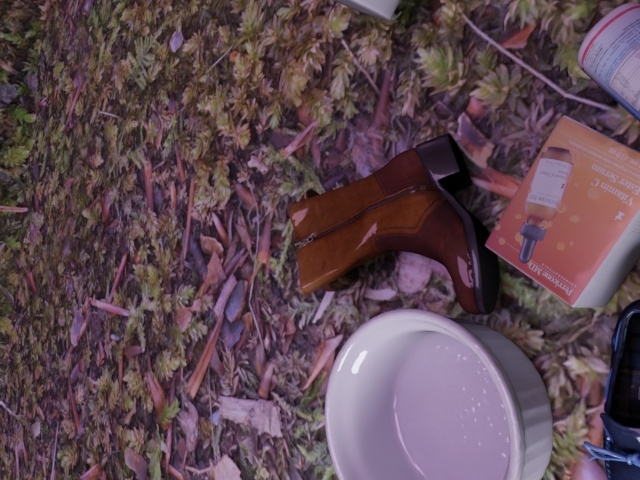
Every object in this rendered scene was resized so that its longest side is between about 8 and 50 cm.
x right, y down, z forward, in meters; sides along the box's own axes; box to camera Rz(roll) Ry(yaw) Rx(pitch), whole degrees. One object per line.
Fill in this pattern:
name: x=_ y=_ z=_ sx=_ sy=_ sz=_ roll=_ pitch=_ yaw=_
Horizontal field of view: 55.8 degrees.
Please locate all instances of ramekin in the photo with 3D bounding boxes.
ramekin: x=0.148 y=0.224 z=0.758 sx=0.277 sy=0.135 sz=0.277 roll=-6 pitch=81 yaw=43

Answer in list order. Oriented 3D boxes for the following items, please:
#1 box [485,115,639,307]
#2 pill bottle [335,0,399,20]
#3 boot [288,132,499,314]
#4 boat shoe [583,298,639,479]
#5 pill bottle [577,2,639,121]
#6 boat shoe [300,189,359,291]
box: x=0.294 y=-0.029 z=0.675 sx=0.130 sy=0.091 sz=0.170 roll=41 pitch=113 yaw=39
pill bottle: x=0.102 y=-0.532 z=0.826 sx=0.229 sy=0.229 sz=0.407 roll=38 pitch=111 yaw=40
boot: x=0.082 y=0.014 z=0.827 sx=0.281 sy=0.096 sz=0.264 roll=-24 pitch=67 yaw=24
boat shoe: x=0.321 y=0.187 z=0.624 sx=0.109 sy=0.089 sz=0.258 roll=-9 pitch=79 yaw=44
pill bottle: x=0.356 y=-0.170 z=0.634 sx=0.087 sy=0.087 sz=0.160 roll=-50 pitch=55 yaw=29
boat shoe: x=0.000 y=0.000 z=0.980 sx=0.060 sy=0.064 sz=0.177 roll=-37 pitch=63 yaw=33
